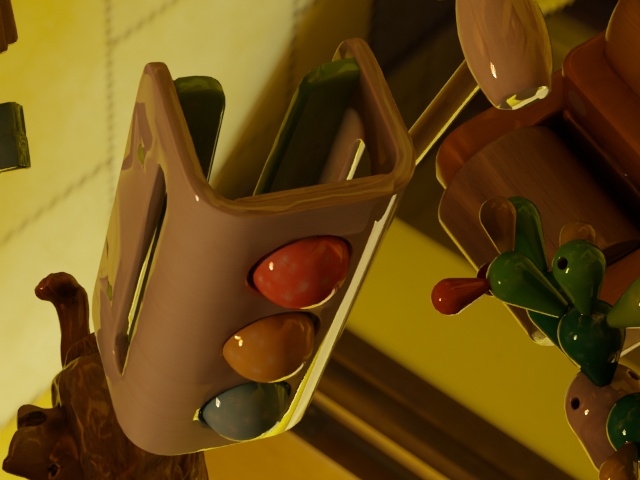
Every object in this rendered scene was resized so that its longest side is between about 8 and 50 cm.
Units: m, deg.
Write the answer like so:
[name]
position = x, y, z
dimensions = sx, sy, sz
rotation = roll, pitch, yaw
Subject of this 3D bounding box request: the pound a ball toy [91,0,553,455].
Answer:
[pound a ball toy]
position = 0.000, 0.000, 1.058
dimensions = 0.208, 0.135, 0.319
rotation = -9, 151, -20

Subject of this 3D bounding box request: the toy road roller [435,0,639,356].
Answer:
[toy road roller]
position = 0.254, -0.090, 1.393
dimensions = 0.329, 0.202, 0.240
rotation = -30, 150, -11

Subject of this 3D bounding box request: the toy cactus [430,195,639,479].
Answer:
[toy cactus]
position = 0.148, 0.075, 1.041
dimensions = 0.112, 0.219, 0.180
rotation = -33, 136, -12

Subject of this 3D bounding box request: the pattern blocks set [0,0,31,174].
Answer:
[pattern blocks set]
position = -0.291, -0.195, 1.292
dimensions = 0.026, 0.285, 0.324
rotation = 10, 81, -69

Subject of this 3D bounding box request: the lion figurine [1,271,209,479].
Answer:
[lion figurine]
position = -0.140, 0.161, 1.488
dimensions = 0.142, 0.240, 0.392
rotation = -19, 152, 3
